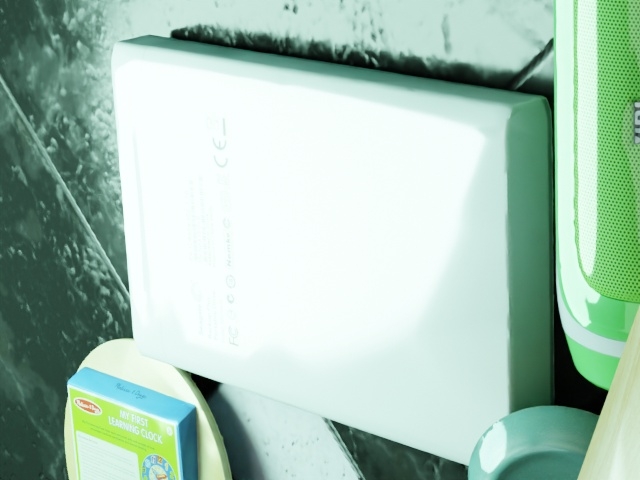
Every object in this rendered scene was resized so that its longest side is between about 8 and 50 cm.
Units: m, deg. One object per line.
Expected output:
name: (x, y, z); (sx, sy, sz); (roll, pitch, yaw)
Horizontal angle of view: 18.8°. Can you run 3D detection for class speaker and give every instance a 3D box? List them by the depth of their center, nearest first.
speaker: (0.182, -0.075, 0.980); (0.131, 0.131, 0.296); (13, 113, 43)

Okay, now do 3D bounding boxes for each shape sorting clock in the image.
shape sorting clock: (-0.130, 0.174, 1.457); (0.206, 0.040, 0.206); (21, 118, 45)

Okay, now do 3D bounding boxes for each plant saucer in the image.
plant saucer: (0.142, 0.153, 1.137); (0.119, 0.021, 0.119); (9, 121, 15)

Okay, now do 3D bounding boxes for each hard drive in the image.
hard drive: (0.000, 0.000, 1.256); (0.353, 0.047, 0.233); (14, 114, 44)

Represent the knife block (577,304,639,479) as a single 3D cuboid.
knife block: (0.193, 0.068, 0.921); (0.275, 0.088, 0.242); (126, 156, -50)
